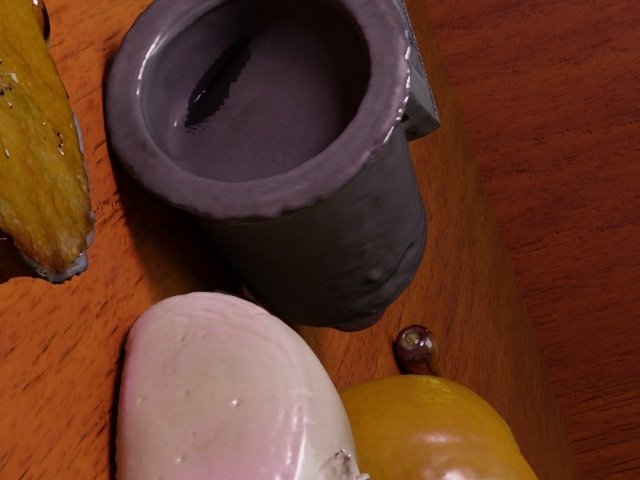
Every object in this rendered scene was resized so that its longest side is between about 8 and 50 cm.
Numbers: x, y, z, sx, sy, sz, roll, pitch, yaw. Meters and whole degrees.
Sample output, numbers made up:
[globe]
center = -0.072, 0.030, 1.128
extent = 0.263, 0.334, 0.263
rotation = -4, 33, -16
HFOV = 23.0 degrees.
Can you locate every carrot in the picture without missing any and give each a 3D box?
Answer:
[carrot]
center = 0.133, 0.165, 2.017
extent = 0.161, 0.055, 0.055
rotation = 69, 12, -51

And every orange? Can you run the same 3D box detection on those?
[orange]
center = 0.072, 0.243, 1.260
extent = 0.279, 0.235, 0.279
rotation = 156, -90, -90

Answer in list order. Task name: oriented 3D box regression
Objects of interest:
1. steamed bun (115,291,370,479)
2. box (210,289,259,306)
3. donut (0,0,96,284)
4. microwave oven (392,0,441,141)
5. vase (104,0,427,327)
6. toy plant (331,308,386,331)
[steamed bun]
center = -0.042, 0.147, 1.062
extent = 0.170, 0.153, 0.238
rotation = 61, 20, -46
[box]
center = -0.071, 0.090, 1.283
extent = 0.126, 0.031, 0.091
rotation = 21, 54, -73
[donut]
center = -0.210, -0.093, 0.793
extent = 0.272, 0.107, 0.272
rotation = -18, 90, -82
[microwave oven]
center = -0.017, -0.206, 1.547
extent = 0.295, 0.181, 0.237
rotation = 28, 44, -73
[vase]
center = -0.014, -0.059, 1.295
extent = 0.291, 0.245, 0.245
rotation = 61, 17, -59
[toy plant]
center = 0.000, 0.000, 1.564
extent = 0.143, 0.105, 0.200
rotation = 39, 16, -44
